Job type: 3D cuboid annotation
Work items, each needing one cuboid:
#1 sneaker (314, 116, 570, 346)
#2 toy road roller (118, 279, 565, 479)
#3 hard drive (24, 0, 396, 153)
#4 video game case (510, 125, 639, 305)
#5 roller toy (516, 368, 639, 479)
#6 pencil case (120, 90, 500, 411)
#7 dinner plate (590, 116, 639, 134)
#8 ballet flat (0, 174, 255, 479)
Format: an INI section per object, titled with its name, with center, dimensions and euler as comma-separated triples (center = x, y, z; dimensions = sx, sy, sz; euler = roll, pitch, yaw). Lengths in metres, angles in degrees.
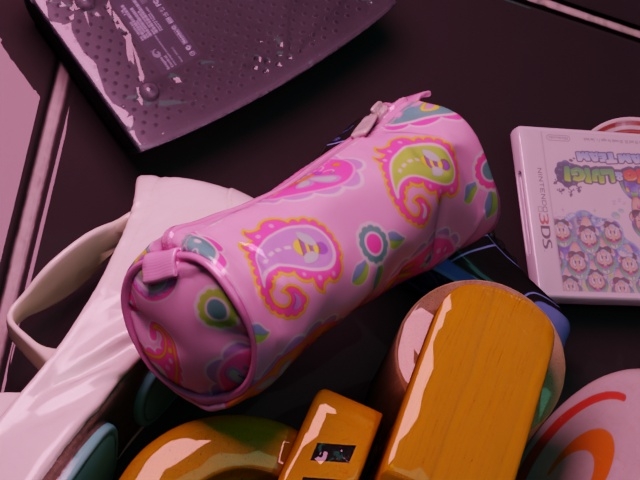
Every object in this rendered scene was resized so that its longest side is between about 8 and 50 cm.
[sneaker]
center = 0.097, -0.003, 1.399
dimensions = 0.232, 0.081, 0.090
euler = 33, 69, -4
[toy road roller]
center = -0.001, 0.166, 1.234
dimensions = 0.240, 0.202, 0.330
euler = 23, 64, 1
[hard drive]
center = -0.085, -0.177, 1.414
dimensions = 0.254, 0.054, 0.172
euler = -33, 84, -28
[video game case]
center = 0.230, -0.018, 1.472
dimensions = 0.157, 0.019, 0.143
euler = 2, 68, -20
[roller toy]
center = 0.226, 0.197, 1.277
dimensions = 0.146, 0.209, 0.191
euler = 34, 44, -18
[pencil case]
center = 0.000, 0.000, 1.230
dimensions = 0.284, 0.124, 0.124
euler = -34, 84, -42
[dinner plate]
center = 0.261, -0.033, 1.510
dimensions = 0.141, 0.017, 0.141
euler = 8, 68, -19
[ballet flat]
center = -0.172, 0.106, 1.242
dimensions = 0.139, 0.139, 0.400
euler = 37, 57, -4
